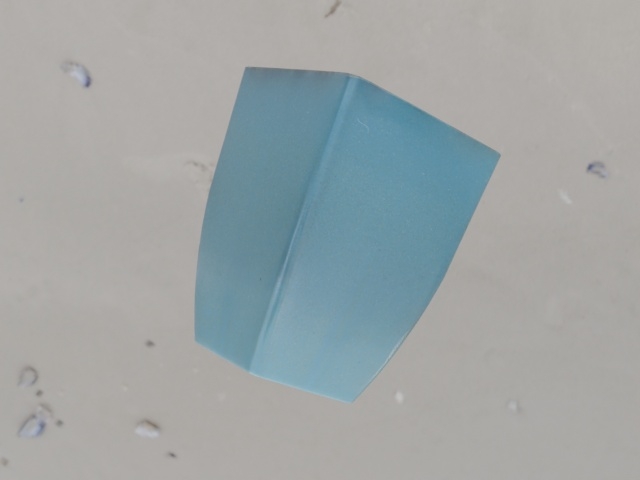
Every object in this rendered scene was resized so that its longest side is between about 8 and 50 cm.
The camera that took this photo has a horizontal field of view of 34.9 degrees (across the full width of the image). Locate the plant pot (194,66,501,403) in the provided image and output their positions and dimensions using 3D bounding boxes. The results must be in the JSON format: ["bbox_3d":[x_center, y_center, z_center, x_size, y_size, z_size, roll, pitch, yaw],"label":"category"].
[{"bbox_3d":[0.000,0.000,0.834,0.165,0.234,0.165,23,177,-35],"label":"plant pot"}]
